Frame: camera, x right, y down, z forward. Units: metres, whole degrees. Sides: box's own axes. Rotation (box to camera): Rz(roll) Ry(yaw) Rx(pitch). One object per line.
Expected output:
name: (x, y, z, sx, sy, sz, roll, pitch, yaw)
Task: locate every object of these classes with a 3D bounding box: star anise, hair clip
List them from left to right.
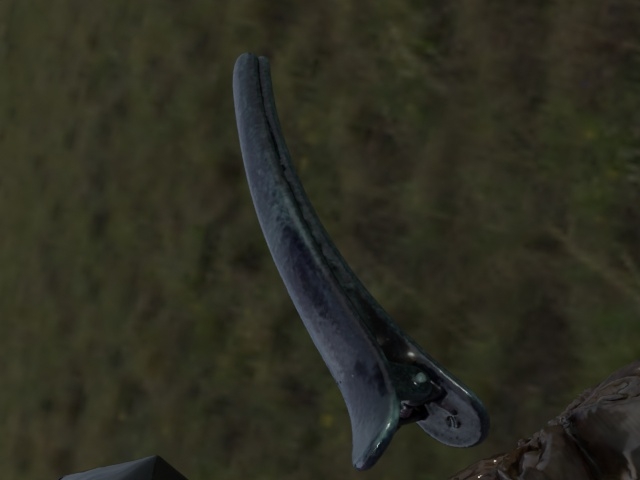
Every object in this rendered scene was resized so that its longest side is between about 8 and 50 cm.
hair clip: (0.000, 0.000, 1.012, 0.275, 0.083, 0.048, 64, 144, 24)
star anise: (0.123, 0.115, 0.896, 0.063, 0.208, 0.172, 57, 168, 8)

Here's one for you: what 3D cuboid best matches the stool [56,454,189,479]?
stool: (-0.124, 0.263, 1.202, 0.141, 0.232, 0.232, -40, -17, -42)
